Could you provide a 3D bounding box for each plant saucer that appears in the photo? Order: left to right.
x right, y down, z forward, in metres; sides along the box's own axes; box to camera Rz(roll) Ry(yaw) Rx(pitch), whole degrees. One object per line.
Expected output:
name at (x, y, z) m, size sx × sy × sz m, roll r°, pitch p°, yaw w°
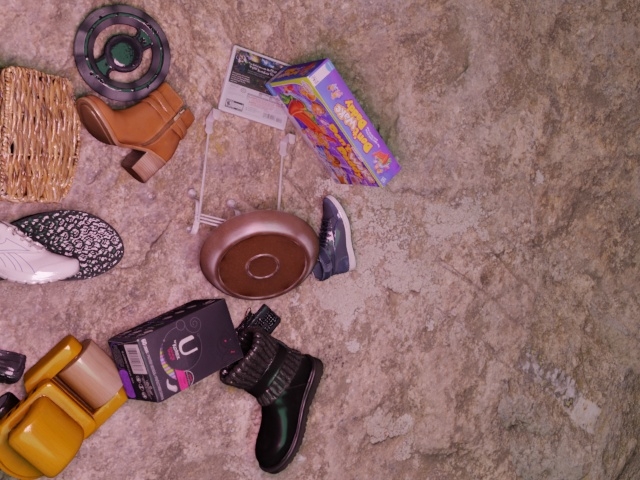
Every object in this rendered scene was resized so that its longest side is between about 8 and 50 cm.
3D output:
plant saucer at (-0.150, 0.053, 1.892) m, size 0.311 × 0.050 × 0.310 m, roll -8°, pitch 133°, yaw -9°

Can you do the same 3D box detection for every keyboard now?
keyboard at (-0.192, 0.259, 1.997) m, size 0.100 × 0.038 × 0.192 m, roll 45°, pitch 76°, yaw -21°

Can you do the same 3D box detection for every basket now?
basket at (-0.693, -0.237, 1.689) m, size 0.214 × 0.223 × 0.298 m, roll -1°, pitch 96°, yaw -58°

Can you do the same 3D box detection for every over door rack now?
over door rack at (-0.208, -0.145, 1.921) m, size 0.240 × 0.108 × 0.324 m, roll 14°, pitch 78°, yaw -27°

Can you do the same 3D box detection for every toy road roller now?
toy road roller at (-0.599, 0.399, 1.709) m, size 0.329 × 0.241 × 0.202 m, roll -45°, pitch 111°, yaw -14°

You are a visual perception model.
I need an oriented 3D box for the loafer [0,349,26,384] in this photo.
loafer at (-0.792, 0.264, 1.709) m, size 0.223 × 0.076 × 0.078 m, roll 21°, pitch 50°, yaw -18°

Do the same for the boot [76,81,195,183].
boot at (-0.426, -0.298, 1.764) m, size 0.220 × 0.109 × 0.283 m, roll -55°, pitch 135°, yaw -18°

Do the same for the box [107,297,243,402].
box at (-0.348, 0.263, 1.815) m, size 0.270 × 0.143 × 0.165 m, roll -25°, pitch 103°, yaw -44°

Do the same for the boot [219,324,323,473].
boot at (-0.157, 0.419, 1.958) m, size 0.260 × 0.131 × 0.347 m, roll 29°, pitch 72°, yaw -38°

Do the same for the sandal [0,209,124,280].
sandal at (-0.685, 0.018, 1.724) m, size 0.446 × 0.107 × 0.167 m, roll -6°, pitch 99°, yaw -11°

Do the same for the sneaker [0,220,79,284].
sneaker at (-0.675, 0.024, 1.618) m, size 0.297 × 0.111 × 0.129 m, roll 10°, pitch 91°, yaw -13°

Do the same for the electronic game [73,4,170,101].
electronic game at (-0.475, -0.450, 1.792) m, size 0.230 × 0.048 × 0.229 m, roll -3°, pitch 97°, yaw -25°

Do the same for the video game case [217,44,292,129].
video game case at (-0.162, -0.400, 1.957) m, size 0.191 × 0.022 × 0.173 m, roll 15°, pitch 89°, yaw -24°

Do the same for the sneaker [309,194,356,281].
sneaker at (0.001, 0.001, 2.034) m, size 0.164 × 0.086 × 0.226 m, roll -19°, pitch 104°, yaw -25°

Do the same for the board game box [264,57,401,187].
board game box at (0.031, -0.297, 1.923) m, size 0.078 × 0.233 × 0.347 m, roll -46°, pitch 115°, yaw -18°
